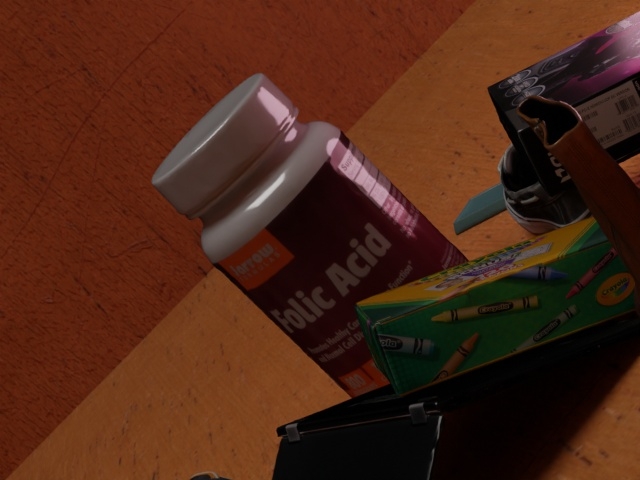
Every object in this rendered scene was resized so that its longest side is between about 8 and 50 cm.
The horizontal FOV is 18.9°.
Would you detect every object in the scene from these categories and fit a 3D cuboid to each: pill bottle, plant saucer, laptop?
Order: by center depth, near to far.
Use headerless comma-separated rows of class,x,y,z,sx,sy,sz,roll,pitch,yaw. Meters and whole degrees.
laptop,0.113,0.266,1.941,0.408,0.236,0.382,-19,0,-26
pill bottle,0.000,0.000,2.313,0.224,0.392,0.224,-43,12,11
plant saucer,0.248,-0.062,2.606,0.192,0.018,0.067,-28,21,53

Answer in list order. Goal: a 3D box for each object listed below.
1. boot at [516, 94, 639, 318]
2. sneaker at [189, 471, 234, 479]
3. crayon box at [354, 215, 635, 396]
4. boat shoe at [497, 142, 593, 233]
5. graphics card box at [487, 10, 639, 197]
boot,0.264,-0.013,1.714,0.096,0.280,0.264,-43,12,9
sneaker,-0.119,0.338,2.228,0.127,0.126,0.321,-53,11,-11
crayon box,0.184,0.063,1.950,0.278,0.081,0.165,-20,7,-3
boat shoe,0.275,-0.081,2.315,0.121,0.119,0.335,-46,12,-3
graphics card box,0.380,-0.191,2.133,0.371,0.094,0.233,-27,17,5
